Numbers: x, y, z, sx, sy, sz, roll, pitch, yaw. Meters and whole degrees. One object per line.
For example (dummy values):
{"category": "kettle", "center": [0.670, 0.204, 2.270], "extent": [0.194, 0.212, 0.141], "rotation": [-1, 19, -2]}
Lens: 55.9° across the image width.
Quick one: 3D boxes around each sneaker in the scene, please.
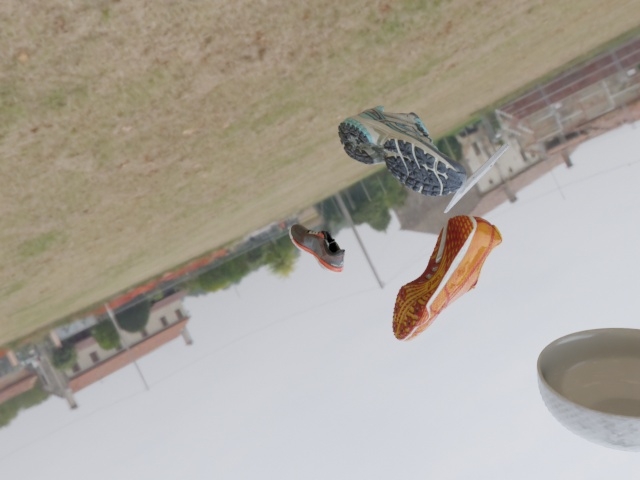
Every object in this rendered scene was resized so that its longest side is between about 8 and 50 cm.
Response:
{"category": "sneaker", "center": [0.166, -0.186, 1.122], "extent": [0.122, 0.283, 0.110], "rotation": [-39, 142, -22]}
{"category": "sneaker", "center": [0.138, 0.052, 0.663], "extent": [0.067, 0.064, 0.175], "rotation": [16, 124, -27]}
{"category": "sneaker", "center": [0.000, 0.000, 1.216], "extent": [0.061, 0.158, 0.064], "rotation": [-11, 130, -44]}

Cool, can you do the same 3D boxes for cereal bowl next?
{"category": "cereal bowl", "center": [0.616, 0.312, 1.217], "extent": [0.339, 0.141, 0.339], "rotation": [-10, -162, 3]}

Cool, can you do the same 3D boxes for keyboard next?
{"category": "keyboard", "center": [0.321, -0.133, 1.232], "extent": [0.256, 0.014, 0.072], "rotation": [-38, 166, -45]}
